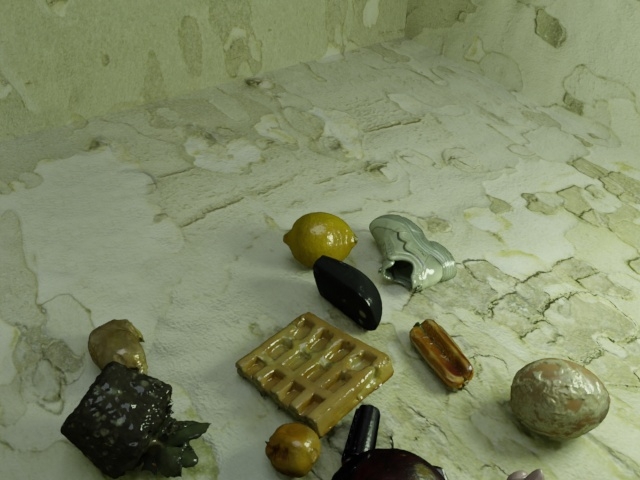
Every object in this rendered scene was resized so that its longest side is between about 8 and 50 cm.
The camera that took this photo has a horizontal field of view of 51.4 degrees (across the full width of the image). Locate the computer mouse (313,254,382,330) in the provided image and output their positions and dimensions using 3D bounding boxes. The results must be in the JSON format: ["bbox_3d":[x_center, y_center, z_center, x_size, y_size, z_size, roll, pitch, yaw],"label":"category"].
[{"bbox_3d":[0.095,0.147,1.977,0.100,0.170,0.269,-35,50,-25],"label":"computer mouse"}]

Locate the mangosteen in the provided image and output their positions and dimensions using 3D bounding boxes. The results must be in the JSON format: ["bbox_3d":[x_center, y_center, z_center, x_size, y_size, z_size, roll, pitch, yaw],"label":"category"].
[{"bbox_3d":[0.138,0.562,1.313,0.311,0.311,0.311,1,38,-1],"label":"mangosteen"}]

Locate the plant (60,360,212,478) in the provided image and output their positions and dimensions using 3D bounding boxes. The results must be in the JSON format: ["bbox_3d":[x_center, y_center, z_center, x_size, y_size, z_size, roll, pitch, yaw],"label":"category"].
[{"bbox_3d":[-0.428,0.445,1.568,0.312,0.213,0.215,37,38,-14],"label":"plant"}]

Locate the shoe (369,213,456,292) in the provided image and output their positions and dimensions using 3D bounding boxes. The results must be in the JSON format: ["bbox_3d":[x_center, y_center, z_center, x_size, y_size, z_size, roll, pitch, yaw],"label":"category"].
[{"bbox_3d":[0.253,0.044,2.144,0.210,0.132,0.342,-26,49,-34],"label":"shoe"}]

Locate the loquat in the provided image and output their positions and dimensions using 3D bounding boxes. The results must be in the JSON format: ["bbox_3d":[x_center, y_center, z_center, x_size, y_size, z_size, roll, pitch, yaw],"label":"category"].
[{"bbox_3d":[-0.067,0.496,1.580,0.137,0.113,0.137,-11,38,8],"label":"loquat"}]

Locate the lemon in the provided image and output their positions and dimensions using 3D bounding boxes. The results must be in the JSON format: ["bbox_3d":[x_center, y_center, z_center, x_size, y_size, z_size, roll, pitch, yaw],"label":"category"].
[{"bbox_3d":[0.000,0.000,2.152,0.244,0.187,0.187,-1,38,1],"label":"lemon"}]

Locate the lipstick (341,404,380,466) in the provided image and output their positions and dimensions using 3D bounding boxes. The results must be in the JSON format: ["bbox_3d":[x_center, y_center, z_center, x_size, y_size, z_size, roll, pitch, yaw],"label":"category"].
[{"bbox_3d":[0.073,0.560,1.529,0.077,0.077,0.418,9,40,10],"label":"lipstick"}]

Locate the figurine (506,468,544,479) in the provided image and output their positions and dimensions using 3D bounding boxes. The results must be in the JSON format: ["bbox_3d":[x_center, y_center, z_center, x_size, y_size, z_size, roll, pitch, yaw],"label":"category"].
[{"bbox_3d":[0.464,0.641,1.410,0.186,0.176,0.288,24,38,-44],"label":"figurine"}]

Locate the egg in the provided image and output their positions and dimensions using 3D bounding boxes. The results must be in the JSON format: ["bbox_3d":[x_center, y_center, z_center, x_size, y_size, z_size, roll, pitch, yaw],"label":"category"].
[{"bbox_3d":[0.595,0.392,1.661,0.245,0.203,0.203,5,38,6],"label":"egg"}]

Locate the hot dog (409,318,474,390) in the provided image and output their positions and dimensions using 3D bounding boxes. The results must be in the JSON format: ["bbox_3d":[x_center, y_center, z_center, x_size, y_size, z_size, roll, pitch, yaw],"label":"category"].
[{"bbox_3d":[0.336,0.314,1.858,0.104,0.076,0.250,-32,42,-9],"label":"hot dog"}]

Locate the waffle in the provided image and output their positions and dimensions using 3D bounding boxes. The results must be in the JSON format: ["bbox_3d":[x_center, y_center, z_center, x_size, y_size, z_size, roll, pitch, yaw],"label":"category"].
[{"bbox_3d":[-0.019,0.339,1.783,0.348,0.078,0.304,25,45,37],"label":"waffle"}]

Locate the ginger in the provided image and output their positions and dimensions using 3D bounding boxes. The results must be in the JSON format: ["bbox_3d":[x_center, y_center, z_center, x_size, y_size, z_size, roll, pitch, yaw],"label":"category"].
[{"bbox_3d":[-0.545,0.298,1.796,0.152,0.138,0.267,-9,34,-21],"label":"ginger"}]
